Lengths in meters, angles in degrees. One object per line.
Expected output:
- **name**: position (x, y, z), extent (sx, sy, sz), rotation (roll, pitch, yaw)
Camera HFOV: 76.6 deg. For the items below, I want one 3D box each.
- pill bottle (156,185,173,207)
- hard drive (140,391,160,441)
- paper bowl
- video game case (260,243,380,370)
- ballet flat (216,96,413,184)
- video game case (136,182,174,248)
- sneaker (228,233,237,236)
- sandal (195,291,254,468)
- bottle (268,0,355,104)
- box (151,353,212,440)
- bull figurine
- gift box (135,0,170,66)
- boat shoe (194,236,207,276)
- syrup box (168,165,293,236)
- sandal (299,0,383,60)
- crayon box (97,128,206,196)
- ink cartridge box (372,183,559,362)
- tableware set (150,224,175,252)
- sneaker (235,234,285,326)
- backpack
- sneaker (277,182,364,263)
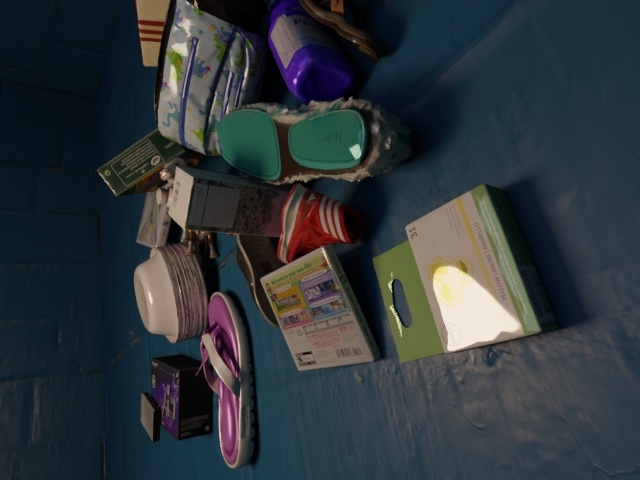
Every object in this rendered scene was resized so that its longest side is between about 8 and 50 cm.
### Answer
- **pill bottle**: position (-0.432, -0.130, 1.238), extent (0.067, 0.120, 0.066), rotation (-4, 86, 53)
- **hard drive**: position (-0.507, 0.523, 1.208), extent (0.135, 0.022, 0.094), rotation (7, 95, 52)
- **paper bowl**: position (-0.439, 0.156, 1.168), extent (0.284, 0.148, 0.283), rotation (21, 117, 51)
- **video game case**: position (-0.011, 0.126, 0.703), extent (0.213, 0.023, 0.193), rotation (-29, 84, 49)
- **ballet flat**: position (-0.021, -0.161, 0.688), extent (0.409, 0.147, 0.146), rotation (18, 102, 45)
- **video game case**: position (-0.595, -0.124, 1.480), extent (0.329, 0.036, 0.299), rotation (7, 85, 55)
- **sneaker**: position (-0.218, -0.071, 0.974), extent (0.225, 0.093, 0.087), rotation (35, 115, 54)
- **sandal**: position (-0.238, 0.317, 0.965), extent (0.169, 0.102, 0.415), rotation (-39, 58, 44)
- **bottle**: position (-0.032, -0.357, 0.733), extent (0.092, 0.118, 0.282), rotation (-53, 43, 38)
- **box**: position (-0.413, 0.447, 1.191), extent (0.261, 0.103, 0.184), rotation (-10, 77, 52)
- **bull figurine**: position (-0.327, -0.074, 1.043), extent (0.310, 0.101, 0.188), rotation (100, 160, -70)
- **gift box**: position (-0.343, -0.603, 1.058), extent (0.276, 0.259, 0.254), rotation (126, 133, -62)
- **boat shoe**: position (-0.362, 0.052, 1.198), extent (0.049, 0.043, 0.136), rotation (-1, 88, 51)
- **syrup box**: position (-0.147, -0.069, 0.764), extent (0.096, 0.237, 0.093), rotation (31, 112, 49)
- **sandal**: position (0.040, -0.369, 0.667), extent (0.060, 0.090, 0.219), rotation (-54, 47, 23)
- **crayon box**: position (-0.440, -0.217, 1.124), extent (0.083, 0.203, 0.323), rotation (56, -178, -11)
- **ink cartridge box**: position (0.150, 0.058, 0.520), extent (0.235, 0.056, 0.170), rotation (-33, 63, 45)
- **tableware set**: position (-0.582, 0.009, 1.494), extent (0.194, 0.039, 0.128), rotation (-59, 34, 23)
- **sneaker**: position (-0.120, 0.084, 0.867), extent (0.118, 0.083, 0.221), rotation (124, 128, -63)
- **backpack**: position (-0.232, -0.359, 0.876), extent (0.355, 0.274, 0.290), rotation (-50, 22, 25)
- **sneaker**: position (0.000, 0.000, 0.695), extent (0.221, 0.128, 0.086), rotation (96, -164, -66)
